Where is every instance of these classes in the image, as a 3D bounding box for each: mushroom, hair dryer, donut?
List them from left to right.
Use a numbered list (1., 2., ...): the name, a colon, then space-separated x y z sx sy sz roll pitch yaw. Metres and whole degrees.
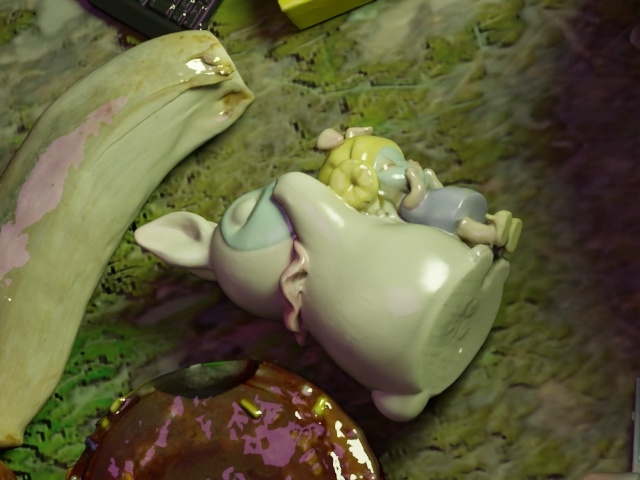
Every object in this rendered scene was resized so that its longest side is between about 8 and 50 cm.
1. mushroom: -0.180 -0.005 1.259 0.123 0.095 0.351 35 89 3
2. donut: -0.060 0.190 1.161 0.230 0.096 0.216 -29 66 9
3. hair dryer: 0.201 0.127 1.127 0.063 0.037 0.114 -1 68 20

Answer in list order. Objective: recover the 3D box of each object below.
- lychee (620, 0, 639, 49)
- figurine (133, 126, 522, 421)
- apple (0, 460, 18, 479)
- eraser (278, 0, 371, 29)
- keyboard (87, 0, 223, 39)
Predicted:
1. lychee: 0.347 -0.183 0.984 0.432 0.380 0.380 38 90 35
2. figurine: 0.000 0.000 1.177 0.235 0.127 0.155 29 105 25
3. apple: -0.286 0.226 1.157 0.230 0.230 0.230 -5 75 17
4. eraser: 0.021 -0.219 1.268 0.122 0.045 0.097 -19 70 12
5. keyboard: -0.173 -0.239 1.353 0.262 0.016 0.106 31 87 23
